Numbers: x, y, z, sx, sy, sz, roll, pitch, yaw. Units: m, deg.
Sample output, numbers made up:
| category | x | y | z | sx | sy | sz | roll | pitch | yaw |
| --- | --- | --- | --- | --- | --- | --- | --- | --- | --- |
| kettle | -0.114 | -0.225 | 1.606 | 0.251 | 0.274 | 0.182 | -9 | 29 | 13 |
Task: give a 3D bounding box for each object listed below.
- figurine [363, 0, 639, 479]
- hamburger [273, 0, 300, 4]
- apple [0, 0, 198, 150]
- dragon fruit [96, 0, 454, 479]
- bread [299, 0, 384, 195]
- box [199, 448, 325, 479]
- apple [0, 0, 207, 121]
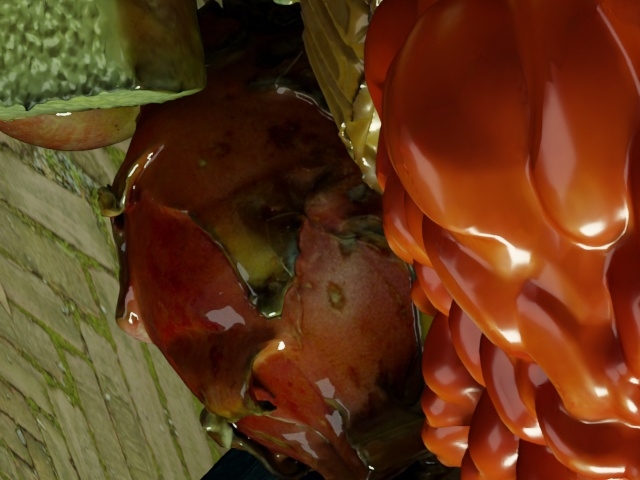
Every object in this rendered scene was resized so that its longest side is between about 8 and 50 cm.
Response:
| category | x | y | z | sx | sy | sz | roll | pitch | yaw |
| --- | --- | --- | --- | --- | --- | --- | --- | --- | --- |
| figurine | 0.198 | 0.021 | 0.563 | 0.412 | 0.241 | 0.306 | 24 | 144 | -5 |
| hamburger | -0.032 | -0.241 | 0.855 | 0.288 | 0.168 | 0.192 | 35 | 144 | 39 |
| apple | -0.186 | -0.162 | 1.193 | 0.174 | 0.188 | 0.188 | -130 | 25 | -50 |
| dragon fruit | 0.002 | 0.003 | 0.973 | 0.315 | 0.250 | 0.250 | 45 | 150 | 24 |
| bread | 0.082 | -0.114 | 0.773 | 0.199 | 0.199 | 0.104 | 94 | 157 | -48 |
| box | 0.004 | 0.275 | 1.176 | 0.116 | 0.279 | 0.261 | -16 | 104 | 31 |
| apple | -0.201 | -0.133 | 0.877 | 0.346 | 0.179 | 0.254 | -4 | 145 | 37 |
